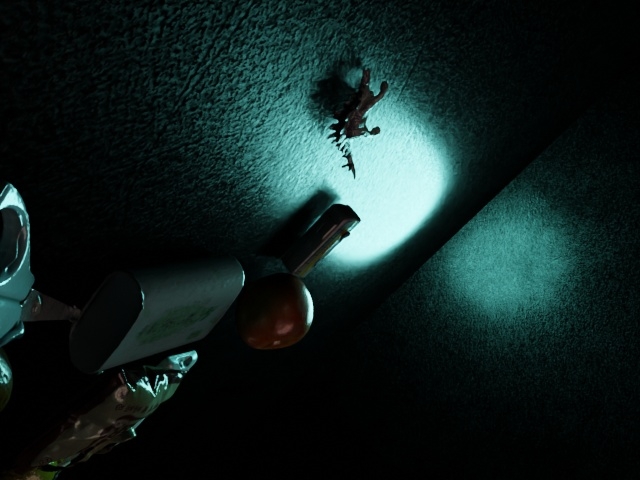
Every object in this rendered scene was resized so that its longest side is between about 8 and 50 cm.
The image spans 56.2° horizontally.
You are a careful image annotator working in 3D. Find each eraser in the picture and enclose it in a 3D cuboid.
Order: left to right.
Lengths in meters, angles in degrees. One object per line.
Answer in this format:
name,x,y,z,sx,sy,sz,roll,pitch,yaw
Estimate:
eraser,-0.231,0.099,0.874,0.174,0.081,0.227,-48,162,22

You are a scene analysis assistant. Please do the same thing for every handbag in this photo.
handbag,-0.357,0.285,0.993,0.235,0.127,0.213,-40,166,5

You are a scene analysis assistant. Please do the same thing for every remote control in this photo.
remote control,-0.369,0.335,1.237,0.293,0.051,0.103,-46,163,15

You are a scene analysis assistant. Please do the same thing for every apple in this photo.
apple,-0.092,0.139,1.192,0.164,0.139,0.163,-11,160,-4

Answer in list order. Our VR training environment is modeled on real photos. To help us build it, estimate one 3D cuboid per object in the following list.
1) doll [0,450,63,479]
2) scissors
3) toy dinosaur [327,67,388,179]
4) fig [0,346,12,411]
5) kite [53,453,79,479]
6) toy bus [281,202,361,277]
doll,-0.548,0.437,1.027,0.210,0.097,0.137,-35,170,-1
scissors,-0.301,0.065,0.614,0.360,0.030,0.191,107,-3,-78
toy dinosaur,0.049,-0.164,0.881,0.082,0.039,0.208,-31,151,-22
fig,-0.370,0.129,0.614,0.109,0.103,0.154,-68,-176,-75
kite,-0.561,0.484,1.258,0.229,0.016,0.127,-49,159,25
toy bus,0.000,0.000,1.184,0.172,0.057,0.072,-46,154,17
